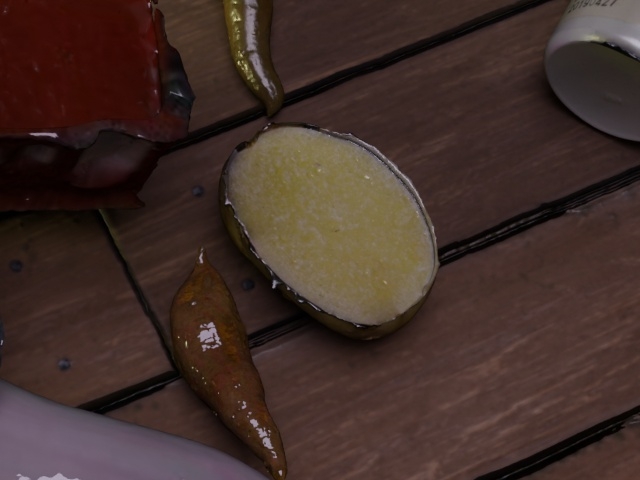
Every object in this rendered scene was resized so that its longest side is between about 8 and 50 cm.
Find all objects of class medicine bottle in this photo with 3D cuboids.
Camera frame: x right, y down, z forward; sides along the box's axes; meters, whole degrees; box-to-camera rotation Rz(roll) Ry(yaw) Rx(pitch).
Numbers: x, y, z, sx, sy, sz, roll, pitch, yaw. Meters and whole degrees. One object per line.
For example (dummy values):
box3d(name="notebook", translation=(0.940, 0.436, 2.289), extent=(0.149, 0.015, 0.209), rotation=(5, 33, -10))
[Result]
box3d(name="medicine bottle", translation=(0.310, -0.223, 1.632), extent=(0.143, 0.143, 0.258), rotation=(30, 66, 7))

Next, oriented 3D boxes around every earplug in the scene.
box3d(name="earplug", translation=(-0.148, 0.206, 1.376), extent=(0.301, 0.172, 0.172), rotation=(15, 64, -7))

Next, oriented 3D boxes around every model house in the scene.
box3d(name="model house", translation=(-0.231, -0.097, 1.456), extent=(0.196, 0.254, 0.160), rotation=(-3, 71, -22))

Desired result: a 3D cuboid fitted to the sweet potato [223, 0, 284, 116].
box3d(name="sweet potato", translation=(-0.074, -0.226, 1.634), extent=(0.069, 0.059, 0.249), rotation=(-27, 74, 3))

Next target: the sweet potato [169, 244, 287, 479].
box3d(name="sweet potato", translation=(-0.078, 0.107, 1.468), extent=(0.068, 0.068, 0.226), rotation=(-14, 55, -13))

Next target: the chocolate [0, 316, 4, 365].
box3d(name="chocolate", translation=(-0.373, 0.022, 1.235), extent=(0.303, 0.213, 0.303), rotation=(0, 54, 0))

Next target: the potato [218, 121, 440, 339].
box3d(name="potato", translation=(0.000, 0.000, 1.527), extent=(0.200, 0.081, 0.164), rotation=(44, 60, 10))
